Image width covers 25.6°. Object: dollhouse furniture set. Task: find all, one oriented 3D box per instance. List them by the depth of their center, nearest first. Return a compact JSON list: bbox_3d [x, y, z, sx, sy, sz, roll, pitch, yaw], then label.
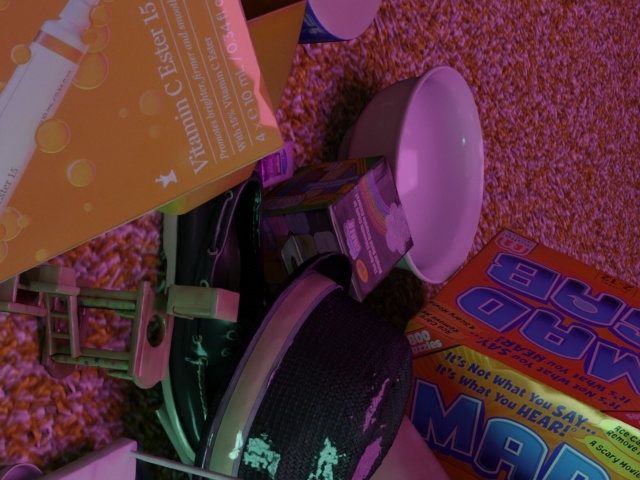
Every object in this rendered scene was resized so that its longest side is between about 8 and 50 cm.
[{"bbox_3d":[-0.198,0.083,1.315,0.161,0.182,0.101,19,76,-62],"label":"dollhouse furniture set"}]

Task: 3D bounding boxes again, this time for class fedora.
[{"bbox_3d":[-0.001,0.184,1.526,0.334,0.152,0.334,-55,159,-33],"label":"fedora"}]

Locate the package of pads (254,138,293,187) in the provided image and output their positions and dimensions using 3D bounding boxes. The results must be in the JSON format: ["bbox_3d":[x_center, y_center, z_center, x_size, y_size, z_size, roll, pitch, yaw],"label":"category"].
[{"bbox_3d":[-0.064,-0.093,1.712,0.083,0.032,0.050,-23,110,-59],"label":"package of pads"}]

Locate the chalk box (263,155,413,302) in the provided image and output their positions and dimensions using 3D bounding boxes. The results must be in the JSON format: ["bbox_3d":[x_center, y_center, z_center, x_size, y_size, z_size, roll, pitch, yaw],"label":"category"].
[{"bbox_3d":[0.000,0.000,1.720,0.213,0.132,0.132,-42,119,-52],"label":"chalk box"}]

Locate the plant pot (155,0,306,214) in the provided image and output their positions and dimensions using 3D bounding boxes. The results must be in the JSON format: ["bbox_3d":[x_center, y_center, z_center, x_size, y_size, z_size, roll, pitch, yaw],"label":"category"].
[{"bbox_3d":[-0.158,-0.144,1.369,0.212,0.212,0.187,-34,134,-56],"label":"plant pot"}]

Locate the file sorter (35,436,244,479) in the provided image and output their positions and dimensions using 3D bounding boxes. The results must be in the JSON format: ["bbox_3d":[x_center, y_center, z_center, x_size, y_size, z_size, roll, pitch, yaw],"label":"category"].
[{"bbox_3d":[-0.182,0.364,1.348,0.193,0.173,0.278,-19,117,-61],"label":"file sorter"}]

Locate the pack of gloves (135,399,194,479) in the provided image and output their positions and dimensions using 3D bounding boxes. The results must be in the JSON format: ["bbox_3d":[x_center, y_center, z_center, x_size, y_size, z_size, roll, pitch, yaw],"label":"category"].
[{"bbox_3d":[-0.162,0.294,1.572,0.195,0.046,0.232,-50,124,-50],"label":"pack of gloves"}]

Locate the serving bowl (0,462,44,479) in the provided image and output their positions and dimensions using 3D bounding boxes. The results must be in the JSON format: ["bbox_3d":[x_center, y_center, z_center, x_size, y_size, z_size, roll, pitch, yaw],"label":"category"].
[{"bbox_3d":[-0.291,0.249,1.320,0.083,0.027,0.083,-9,100,-61],"label":"serving bowl"}]

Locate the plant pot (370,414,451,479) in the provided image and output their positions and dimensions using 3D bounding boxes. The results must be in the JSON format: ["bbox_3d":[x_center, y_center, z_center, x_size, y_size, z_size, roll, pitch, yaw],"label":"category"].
[{"bbox_3d":[0.059,0.372,1.750,0.323,0.323,0.280,-33,105,-57],"label":"plant pot"}]

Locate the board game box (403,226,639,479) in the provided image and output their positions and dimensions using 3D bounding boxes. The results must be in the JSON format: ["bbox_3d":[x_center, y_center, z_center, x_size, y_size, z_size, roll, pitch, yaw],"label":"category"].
[{"bbox_3d":[0.303,0.259,1.984,0.356,0.356,0.356,-37,148,-55],"label":"board game box"}]

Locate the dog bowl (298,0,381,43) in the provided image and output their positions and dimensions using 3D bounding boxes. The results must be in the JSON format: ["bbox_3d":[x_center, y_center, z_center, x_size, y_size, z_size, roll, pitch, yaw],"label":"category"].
[{"bbox_3d":[-0.016,-0.370,1.699,0.265,0.104,0.265,-11,102,-61],"label":"dog bowl"}]

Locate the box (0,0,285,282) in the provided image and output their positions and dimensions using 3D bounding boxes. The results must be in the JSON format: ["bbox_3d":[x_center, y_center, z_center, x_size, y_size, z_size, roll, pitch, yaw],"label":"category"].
[{"bbox_3d":[-0.234,-0.115,1.063,0.345,0.168,0.215,-27,122,-16],"label":"box"}]

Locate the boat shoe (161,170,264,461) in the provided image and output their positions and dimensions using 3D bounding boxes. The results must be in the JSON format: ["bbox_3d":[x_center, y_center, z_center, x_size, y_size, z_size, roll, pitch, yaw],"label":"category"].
[{"bbox_3d":[-0.099,0.080,1.559,0.127,0.113,0.340,8,81,-62],"label":"boat shoe"}]

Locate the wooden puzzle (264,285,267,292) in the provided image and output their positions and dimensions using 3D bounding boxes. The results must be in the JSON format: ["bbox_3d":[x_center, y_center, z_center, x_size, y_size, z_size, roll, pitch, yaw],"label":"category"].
[{"bbox_3d":[-0.041,0.068,1.791,0.078,0.014,0.116,-61,141,-32],"label":"wooden puzzle"}]

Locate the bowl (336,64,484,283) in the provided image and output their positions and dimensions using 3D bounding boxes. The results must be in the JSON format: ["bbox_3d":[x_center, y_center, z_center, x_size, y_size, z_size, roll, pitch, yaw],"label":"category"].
[{"bbox_3d":[0.110,-0.092,1.932,0.298,0.134,0.298,-13,105,-61],"label":"bowl"}]
